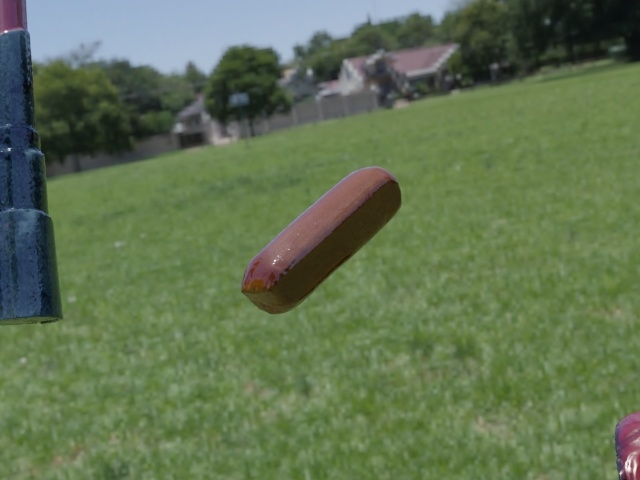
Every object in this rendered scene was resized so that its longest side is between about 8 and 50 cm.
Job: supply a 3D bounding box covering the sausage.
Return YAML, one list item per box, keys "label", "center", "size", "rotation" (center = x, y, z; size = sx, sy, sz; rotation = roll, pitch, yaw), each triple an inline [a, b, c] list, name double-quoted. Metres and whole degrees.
- label: "sausage"
  center: [0.000, 0.000, 0.752]
  size: [0.039, 0.041, 0.131]
  rotation: [7, 38, 44]

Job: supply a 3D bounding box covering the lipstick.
- label: "lipstick"
  center: [-0.207, -0.061, 0.818]
  size: [0.053, 0.234, 0.053]
  rotation: [-4, -6, 0]

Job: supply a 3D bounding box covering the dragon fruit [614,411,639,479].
- label: "dragon fruit"
  center: [0.322, 0.222, 0.913]
  size: [0.148, 0.218, 0.224]
  rotation: [-20, -21, 19]
